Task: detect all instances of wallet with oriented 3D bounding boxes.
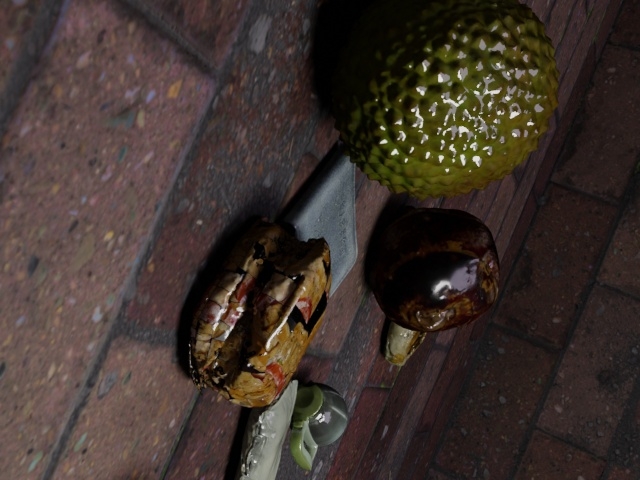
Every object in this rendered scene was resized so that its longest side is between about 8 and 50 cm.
[{"bbox_3d":[0.002,0.001,1.210,0.167,0.036,0.222,-53,155,-36],"label":"wallet"}]

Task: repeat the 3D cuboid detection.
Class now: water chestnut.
[{"bbox_3d":[0.184,0.039,1.504,0.223,0.238,0.224,-11,134,-12],"label":"water chestnut"}]

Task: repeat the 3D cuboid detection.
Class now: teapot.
[{"bbox_3d":[-0.009,0.265,1.361,0.091,0.092,0.124,57,12,-54],"label":"teapot"}]

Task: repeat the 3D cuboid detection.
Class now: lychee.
[{"bbox_3d":[0.145,-0.177,1.066,0.320,0.270,0.270,-53,158,-64],"label":"lychee"}]

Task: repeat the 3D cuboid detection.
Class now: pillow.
[{"bbox_3d":[-0.086,0.311,1.288,0.128,0.051,0.229,-25,135,-64],"label":"pillow"}]

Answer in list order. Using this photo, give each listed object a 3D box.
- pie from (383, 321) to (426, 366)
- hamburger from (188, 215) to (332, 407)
[{"bbox_3d":[0.193,0.136,1.830,0.274,0.055,0.274,-60,164,-30],"label":"pie"},{"bbox_3d":[-0.063,0.089,1.044,0.231,0.106,0.231,21,90,-78],"label":"hamburger"}]
